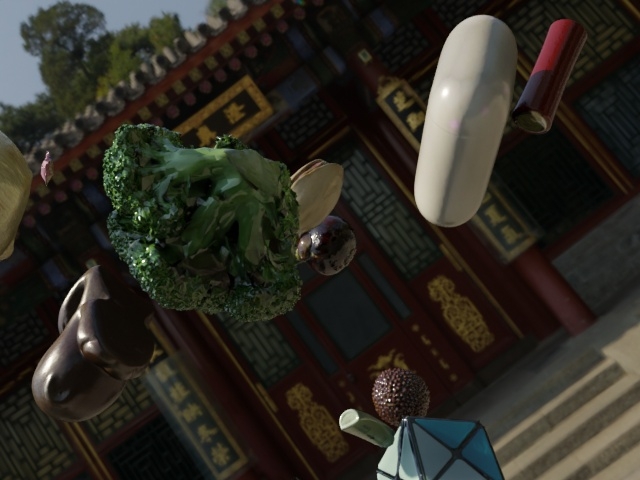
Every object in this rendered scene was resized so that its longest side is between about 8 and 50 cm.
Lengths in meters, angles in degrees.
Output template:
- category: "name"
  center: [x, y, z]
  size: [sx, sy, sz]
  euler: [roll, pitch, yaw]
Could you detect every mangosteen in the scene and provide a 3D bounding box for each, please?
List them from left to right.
- category: "mangosteen"
  center: [0.010, 0.005, 1.955]
  size: [0.172, 0.184, 0.173]
  euler: [-29, -46, -35]

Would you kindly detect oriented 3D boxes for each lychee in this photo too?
- category: "lychee"
  center: [0.241, 0.475, 2.161]
  size: [0.188, 0.188, 0.188]
  euler: [-35, -11, -8]

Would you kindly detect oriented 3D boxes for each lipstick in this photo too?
- category: "lipstick"
  center: [0.445, -0.319, 1.392]
  size: [0.241, 0.080, 0.080]
  euler: [-62, -2, -21]

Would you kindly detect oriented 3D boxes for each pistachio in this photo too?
- category: "pistachio"
  center: [-0.030, -0.105, 1.727]
  size: [0.215, 0.143, 0.144]
  euler: [-55, -5, -17]

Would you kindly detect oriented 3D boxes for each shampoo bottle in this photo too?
- category: "shampoo bottle"
  center: [0.119, 0.470, 1.792]
  size: [0.072, 0.049, 0.212]
  euler: [-36, -40, 13]

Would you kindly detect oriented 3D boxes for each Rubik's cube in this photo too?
- category: "Rubik's cube"
  center: [0.312, 0.636, 1.882]
  size: [0.248, 0.246, 0.250]
  euler: [9, -55, -16]

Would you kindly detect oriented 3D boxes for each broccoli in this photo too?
- category: "broccoli"
  center: [-0.187, -0.036, 1.249]
  size: [0.310, 0.413, 0.321]
  euler: [-43, 7, 4]

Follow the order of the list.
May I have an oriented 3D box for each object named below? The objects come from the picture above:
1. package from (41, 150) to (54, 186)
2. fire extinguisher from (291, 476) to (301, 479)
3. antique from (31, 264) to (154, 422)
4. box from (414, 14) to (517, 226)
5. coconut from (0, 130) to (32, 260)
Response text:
- category: "package"
  center: [-0.647, -0.171, 1.702]
  size: [0.029, 0.083, 0.059]
  euler: [0, -61, -21]
- category: "fire extinguisher"
  center: [0.009, 0.418, 1.091]
  size: [0.071, 0.099, 0.231]
  euler: [-39, 11, -15]
- category: "antique"
  center: [-0.306, 0.141, 0.968]
  size: [0.143, 0.121, 0.257]
  euler: [-44, 25, 10]
- category: "box"
  center: [0.267, -0.216, 1.338]
  size: [0.349, 0.141, 0.289]
  euler: [93, -166, -48]
- category: "coconut"
  center: [-0.732, -0.092, 1.353]
  size: [0.346, 0.360, 0.346]
  euler: [-23, 28, 13]
